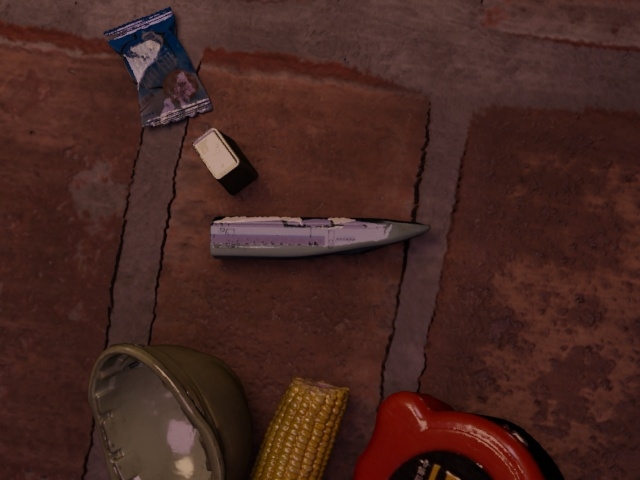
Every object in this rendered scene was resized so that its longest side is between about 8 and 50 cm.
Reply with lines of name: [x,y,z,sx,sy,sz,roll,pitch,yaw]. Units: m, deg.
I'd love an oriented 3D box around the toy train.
toy train: [0.000,-0.001,1.127,0.251,0.055,0.048,1,85,7]

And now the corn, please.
corn: [-0.042,0.272,1.097,0.081,0.081,0.248,21,88,8]

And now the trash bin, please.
trash bin: [-0.110,-0.092,1.128,0.043,0.092,0.061,-36,83,1]

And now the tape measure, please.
tape measure: [0.135,0.301,1.026,0.260,0.114,0.253,21,87,34]

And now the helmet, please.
helmet: [-0.142,0.218,1.088,0.204,0.137,0.258,0,104,42]

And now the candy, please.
candy: [-0.195,-0.204,1.177,0.088,0.038,0.136,-22,90,-9]
